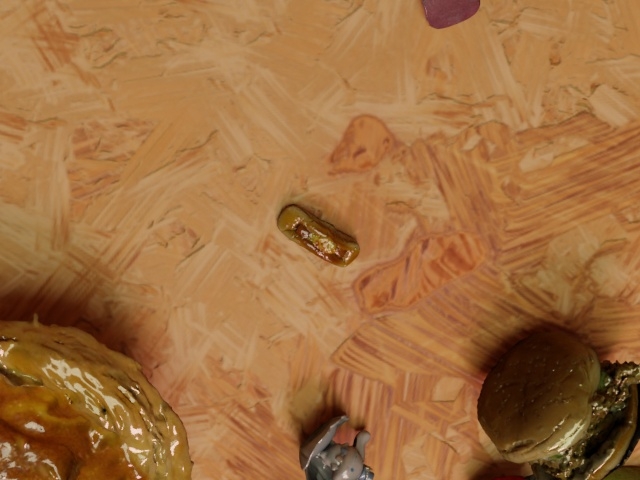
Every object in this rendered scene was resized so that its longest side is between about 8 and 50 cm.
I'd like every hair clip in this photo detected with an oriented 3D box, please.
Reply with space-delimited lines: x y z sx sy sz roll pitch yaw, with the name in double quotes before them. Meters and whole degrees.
"hair clip" 0.104 -0.252 0.973 0.054 0.022 0.137 -19 117 2

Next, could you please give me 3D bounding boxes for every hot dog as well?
"hot dog" 0.000 0.000 1.067 0.090 0.034 0.030 30 107 -23

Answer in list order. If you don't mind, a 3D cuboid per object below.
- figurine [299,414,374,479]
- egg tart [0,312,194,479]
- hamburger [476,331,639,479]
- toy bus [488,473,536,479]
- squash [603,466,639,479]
"figurine" 0.022 0.234 1.162 0.086 0.094 0.082 47 142 1
"egg tart" -0.290 0.220 1.054 0.351 0.150 0.352 -3 110 -7
"hamburger" 0.252 0.167 1.129 0.185 0.159 0.131 -35 115 28
"toy bus" 0.240 0.346 1.235 0.081 0.089 0.195 -24 120 29
"squash" 0.404 0.311 1.274 0.200 0.075 0.090 7 96 9
